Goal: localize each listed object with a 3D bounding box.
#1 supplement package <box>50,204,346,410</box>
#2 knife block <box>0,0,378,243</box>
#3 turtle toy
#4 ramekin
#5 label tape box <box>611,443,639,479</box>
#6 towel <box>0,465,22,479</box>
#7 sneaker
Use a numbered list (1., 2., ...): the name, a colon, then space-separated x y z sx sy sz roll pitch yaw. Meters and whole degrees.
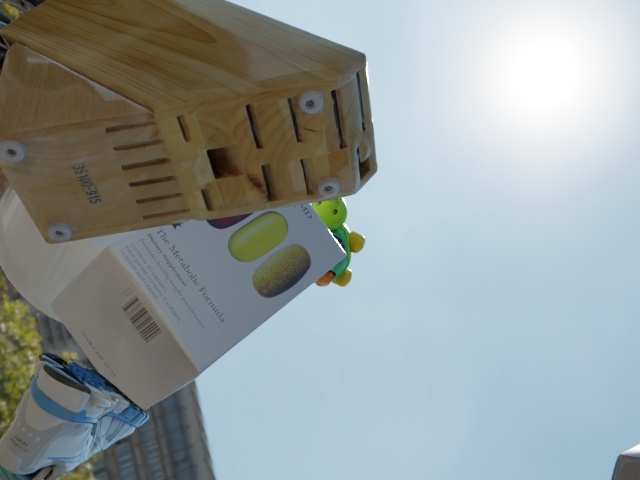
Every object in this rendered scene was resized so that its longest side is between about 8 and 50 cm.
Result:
1. supplement package: -0.112 0.037 0.793 0.134 0.244 0.139 -35 -89 42
2. knife block: -0.115 -0.121 0.515 0.088 0.275 0.242 78 3 -49
3. turtle toy: 0.000 0.000 0.952 0.095 0.066 0.130 28 -63 16
4. ramekin: -0.262 -0.031 1.023 0.135 0.277 0.277 -49 -119 41
5. label tape box: 0.416 0.233 0.782 0.347 0.249 0.115 -7 -90 49
6. towel: -0.328 0.407 0.911 0.271 0.040 0.370 -22 -85 41
7. sneaker: -0.183 0.132 0.569 0.071 0.083 0.191 33 -12 9
